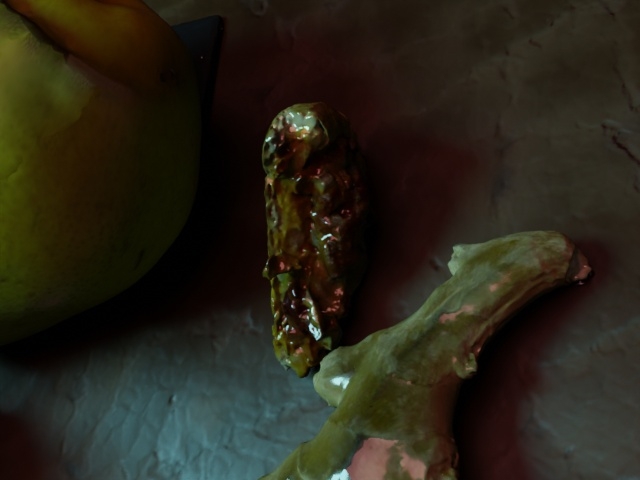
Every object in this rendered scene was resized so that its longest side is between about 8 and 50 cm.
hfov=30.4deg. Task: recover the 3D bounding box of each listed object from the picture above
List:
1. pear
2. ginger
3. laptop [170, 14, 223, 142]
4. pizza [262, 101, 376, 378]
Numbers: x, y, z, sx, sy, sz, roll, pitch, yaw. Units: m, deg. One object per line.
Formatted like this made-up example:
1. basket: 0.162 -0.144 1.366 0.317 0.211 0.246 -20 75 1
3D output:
1. pear: -0.232 -0.046 0.878 0.285 0.285 0.336 33 122 37
2. ginger: 0.048 0.119 0.755 0.334 0.081 0.148 -54 37 -8
3. laptop: -0.179 -0.131 1.048 0.197 0.016 0.135 -9 59 25
4. pizza: 0.002 0.000 0.830 0.069 0.154 0.194 1 85 9
